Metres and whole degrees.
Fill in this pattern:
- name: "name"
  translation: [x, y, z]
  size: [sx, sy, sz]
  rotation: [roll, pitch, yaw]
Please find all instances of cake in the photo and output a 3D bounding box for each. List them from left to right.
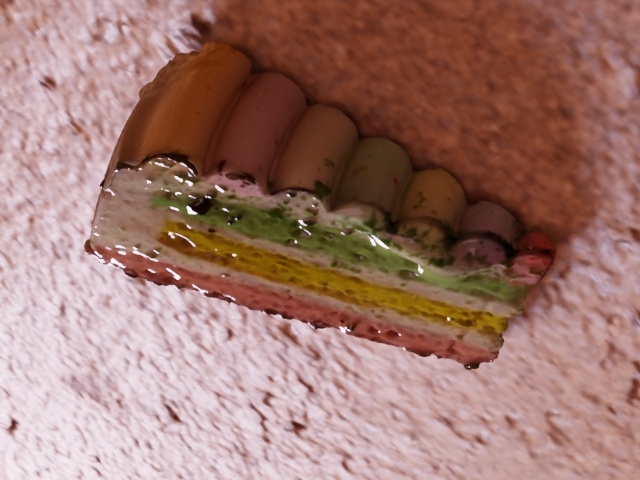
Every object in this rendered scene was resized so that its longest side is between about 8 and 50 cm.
- name: "cake"
  translation: [0.003, -0.017, 0.914]
  size: [0.225, 0.090, 0.109]
  rotation: [17, 141, -11]
